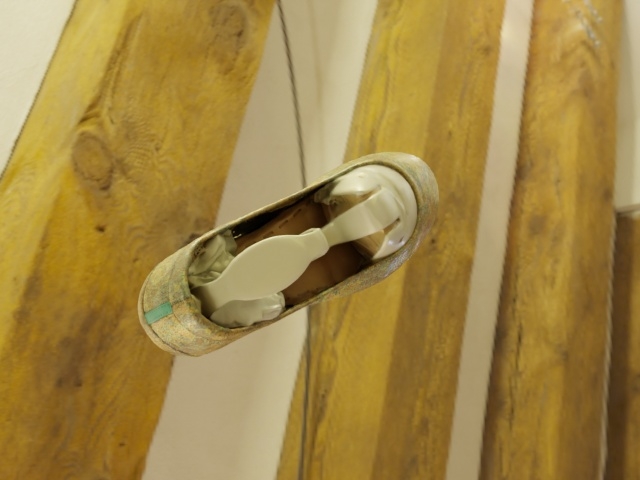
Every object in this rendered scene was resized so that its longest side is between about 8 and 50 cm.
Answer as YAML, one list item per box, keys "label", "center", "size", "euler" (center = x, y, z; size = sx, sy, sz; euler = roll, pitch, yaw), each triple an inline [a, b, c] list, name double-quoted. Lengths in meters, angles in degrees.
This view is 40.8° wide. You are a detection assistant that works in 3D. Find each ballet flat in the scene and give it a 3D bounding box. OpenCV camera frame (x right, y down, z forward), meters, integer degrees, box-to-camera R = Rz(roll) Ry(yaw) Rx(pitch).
- label: "ballet flat"
  center: [0.000, 0.000, 0.787]
  size: [0.348, 0.123, 0.123]
  euler: [-27, -78, -28]
